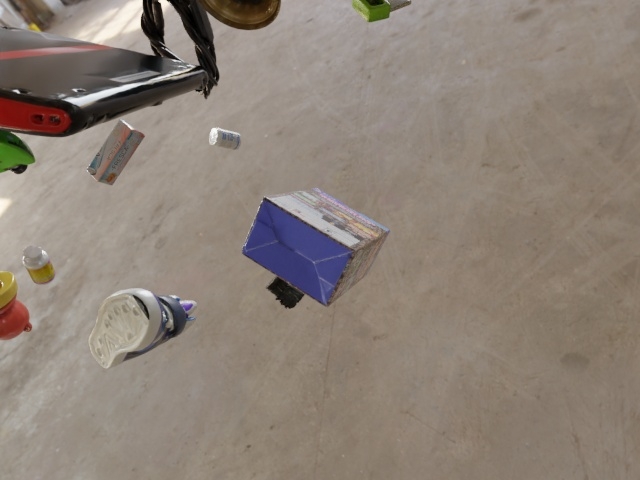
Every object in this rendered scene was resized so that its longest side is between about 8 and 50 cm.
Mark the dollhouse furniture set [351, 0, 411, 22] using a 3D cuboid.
[{"bbox_3d":[0.130,-0.669,1.027,0.151,0.302,0.198,-26,61,-14],"label":"dollhouse furniture set"}]

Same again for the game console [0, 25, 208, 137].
[{"bbox_3d":[-0.355,-0.200,0.579,0.341,0.060,0.387,13,26,1],"label":"game console"}]

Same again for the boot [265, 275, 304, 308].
[{"bbox_3d":[-0.087,0.131,1.374,0.121,0.099,0.045,-47,11,3],"label":"boot"}]

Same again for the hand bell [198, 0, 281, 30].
[{"bbox_3d":[-0.095,-0.449,0.711,0.126,0.126,0.242,-4,62,31],"label":"hand bell"}]

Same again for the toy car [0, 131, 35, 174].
[{"bbox_3d":[-0.433,-0.090,0.549,0.224,0.239,0.053,-13,70,9],"label":"toy car"}]

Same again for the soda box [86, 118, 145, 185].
[{"bbox_3d":[-0.589,-0.253,1.380,0.063,0.058,0.183,39,97,20],"label":"soda box"}]

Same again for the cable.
[{"bbox_3d":[-0.227,-0.314,0.769,0.150,0.185,0.047,10,41,36],"label":"cable"}]

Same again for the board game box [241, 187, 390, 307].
[{"bbox_3d":[0.000,0.000,1.118,0.232,0.291,0.141,31,109,15],"label":"board game box"}]

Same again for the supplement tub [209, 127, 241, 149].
[{"bbox_3d":[-0.367,-0.391,1.851,0.071,0.107,0.071,-5,83,48],"label":"supplement tub"}]

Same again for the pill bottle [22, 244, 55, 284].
[{"bbox_3d":[-0.536,0.046,0.910,0.043,0.083,0.044,6,52,-8],"label":"pill bottle"}]

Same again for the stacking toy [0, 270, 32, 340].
[{"bbox_3d":[-0.798,0.193,0.997,0.308,0.131,0.280,3,38,20],"label":"stacking toy"}]

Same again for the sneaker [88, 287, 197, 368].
[{"bbox_3d":[-0.366,0.161,1.085,0.236,0.130,0.322,-28,-9,-49],"label":"sneaker"}]
